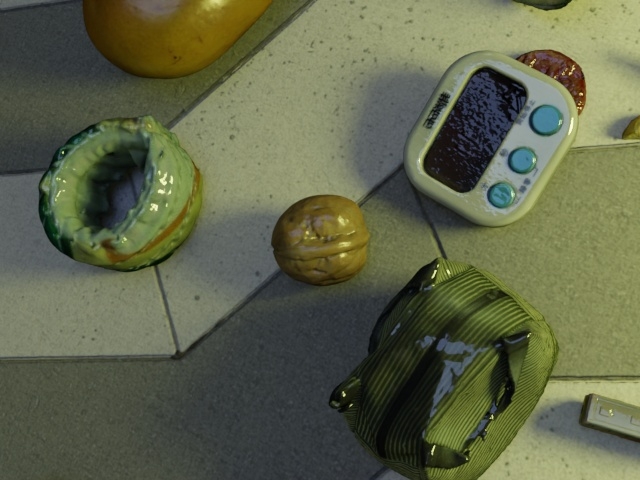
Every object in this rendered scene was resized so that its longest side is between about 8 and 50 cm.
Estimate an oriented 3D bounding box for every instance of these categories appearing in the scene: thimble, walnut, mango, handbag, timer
[{"bbox_3d":[-0.357,-0.086,1.375,0.254,0.167,0.288,32,87,18],"label":"thimble"},{"bbox_3d":[0.000,0.000,1.275,0.166,0.149,0.167,-1,103,-6],"label":"walnut"},{"bbox_3d":[-0.232,-0.485,1.412,0.445,0.232,0.300,-36,66,-2],"label":"mango"},{"bbox_3d":[0.185,0.198,1.125,0.247,0.240,0.341,36,89,24],"label":"handbag"},{"bbox_3d":[0.278,-0.166,1.250,0.237,0.087,0.262,34,100,21],"label":"timer"}]

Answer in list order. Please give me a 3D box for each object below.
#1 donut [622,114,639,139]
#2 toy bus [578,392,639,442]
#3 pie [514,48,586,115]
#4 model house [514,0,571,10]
[{"bbox_3d":[0.540,-0.180,1.227,0.083,0.038,0.067,34,84,21],"label":"donut"},{"bbox_3d":[0.473,0.272,1.116,0.172,0.072,0.057,14,76,17],"label":"toy bus"},{"bbox_3d":[0.378,-0.254,1.290,0.154,0.036,0.155,-3,77,14],"label":"pie"},{"bbox_3d":[0.421,-0.581,1.279,0.266,0.261,0.321,-35,71,-16],"label":"model house"}]
